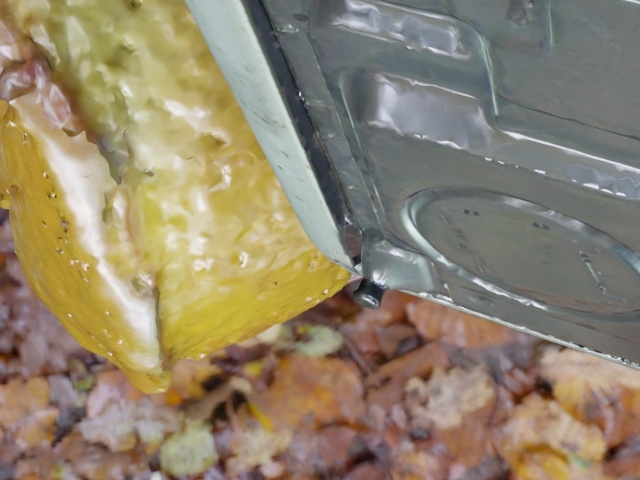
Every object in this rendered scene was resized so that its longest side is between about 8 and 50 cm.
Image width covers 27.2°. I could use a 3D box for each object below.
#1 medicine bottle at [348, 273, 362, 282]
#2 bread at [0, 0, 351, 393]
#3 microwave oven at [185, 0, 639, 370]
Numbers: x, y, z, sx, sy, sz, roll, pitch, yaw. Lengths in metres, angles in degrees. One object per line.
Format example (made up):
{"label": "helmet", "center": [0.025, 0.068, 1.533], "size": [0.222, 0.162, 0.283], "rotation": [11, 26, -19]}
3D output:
{"label": "medicine bottle", "center": [0.000, 0.000, 1.035], "size": [0.140, 0.079, 0.079], "rotation": [-22, 130, 28]}
{"label": "bread", "center": [-0.121, -0.104, 0.855], "size": [0.215, 0.398, 0.398], "rotation": [-15, 126, -11]}
{"label": "microwave oven", "center": [0.122, -0.101, 0.543], "size": [0.247, 0.333, 0.394], "rotation": [-64, 160, -16]}
